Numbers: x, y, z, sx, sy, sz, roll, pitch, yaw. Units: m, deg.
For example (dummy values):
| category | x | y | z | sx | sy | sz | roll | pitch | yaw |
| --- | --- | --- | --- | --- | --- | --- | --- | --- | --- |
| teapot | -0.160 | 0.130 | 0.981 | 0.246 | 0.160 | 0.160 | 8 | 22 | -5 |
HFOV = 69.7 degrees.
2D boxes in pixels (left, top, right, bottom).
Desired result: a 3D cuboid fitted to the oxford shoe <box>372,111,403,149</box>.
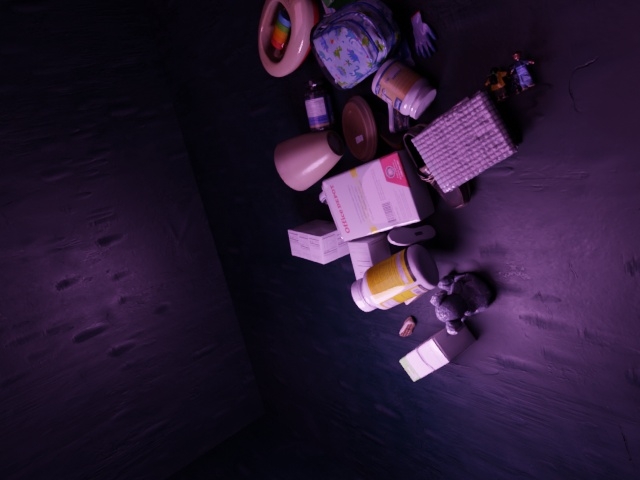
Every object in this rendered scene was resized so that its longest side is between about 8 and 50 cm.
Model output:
| category | x | y | z | sx | sy | sz | roll | pitch | yaw |
| --- | --- | --- | --- | --- | --- | --- | --- | --- | --- |
| oxford shoe | 0.263 | -0.437 | 1.855 | 0.212 | 0.076 | 0.076 | 58 | -174 | 30 |

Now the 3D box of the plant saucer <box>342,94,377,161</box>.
| category | x | y | z | sx | sy | sz | roll | pitch | yaw |
| --- | --- | --- | --- | --- | --- | --- | --- | --- | --- |
| plant saucer | 0.158 | -0.463 | 1.924 | 0.278 | 0.041 | 0.278 | 163 | 90 | -73 |

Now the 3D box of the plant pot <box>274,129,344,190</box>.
| category | x | y | z | sx | sy | sz | roll | pitch | yaw |
| --- | --- | --- | --- | --- | --- | --- | --- | --- | --- |
| plant pot | -0.031 | -0.397 | 2.137 | 0.273 | 0.256 | 0.257 | -20 | 93 | 39 |

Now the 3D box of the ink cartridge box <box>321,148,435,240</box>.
| category | x | y | z | sx | sy | sz | roll | pitch | yaw |
| --- | --- | --- | --- | --- | --- | --- | --- | --- | --- |
| ink cartridge box | 0.230 | -0.184 | 1.881 | 0.384 | 0.160 | 0.280 | -15 | 98 | 39 |

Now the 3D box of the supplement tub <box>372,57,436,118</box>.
| category | x | y | z | sx | sy | sz | roll | pitch | yaw |
| --- | --- | --- | --- | --- | --- | --- | --- | --- | --- |
| supplement tub | 0.301 | -0.545 | 1.657 | 0.199 | 0.144 | 0.144 | 42 | 139 | 17 |

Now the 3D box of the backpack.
| category | x | y | z | sx | sy | sz | roll | pitch | yaw |
| --- | --- | --- | --- | --- | --- | --- | --- | --- | --- |
| backpack | 0.129 | -0.725 | 1.696 | 0.355 | 0.273 | 0.290 | -11 | 121 | 46 |

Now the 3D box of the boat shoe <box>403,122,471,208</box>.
| category | x | y | z | sx | sy | sz | roll | pitch | yaw |
| --- | --- | --- | --- | --- | --- | --- | --- | --- | --- |
| boat shoe | 0.413 | -0.263 | 1.693 | 0.356 | 0.130 | 0.132 | 59 | 145 | 12 |

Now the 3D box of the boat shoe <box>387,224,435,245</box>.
| category | x | y | z | sx | sy | sz | roll | pitch | yaw |
| --- | --- | --- | --- | --- | --- | --- | --- | --- | --- |
| boat shoe | 0.358 | -0.009 | 1.840 | 0.070 | 0.219 | 0.078 | 127 | 132 | -56 |

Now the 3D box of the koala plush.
| category | x | y | z | sx | sy | sz | roll | pitch | yaw |
| --- | --- | --- | --- | --- | --- | --- | --- | --- | --- |
| koala plush | 0.521 | 0.239 | 1.759 | 0.203 | 0.221 | 0.196 | -28 | 86 | 55 |

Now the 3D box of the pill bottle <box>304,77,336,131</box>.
| category | x | y | z | sx | sy | sz | roll | pitch | yaw |
| --- | --- | --- | --- | --- | --- | --- | --- | --- | --- |
| pill bottle | -0.006 | -0.608 | 2.060 | 0.122 | 0.122 | 0.220 | 9 | 115 | 51 |

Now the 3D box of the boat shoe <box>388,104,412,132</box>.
| category | x | y | z | sx | sy | sz | roll | pitch | yaw |
| --- | --- | --- | --- | --- | --- | --- | --- | --- | --- |
| boat shoe | 0.307 | -0.509 | 1.766 | 0.083 | 0.065 | 0.184 | -3 | 93 | 23 |

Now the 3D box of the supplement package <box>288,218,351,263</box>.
| category | x | y | z | sx | sy | sz | roll | pitch | yaw |
| --- | --- | --- | --- | --- | --- | --- | --- | --- | --- |
| supplement package | 0.000 | 0.000 | 2.328 | 0.261 | 0.204 | 0.145 | 14 | 118 | 49 |

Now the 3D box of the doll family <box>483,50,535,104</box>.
| category | x | y | z | sx | sy | sz | roll | pitch | yaw |
| --- | --- | --- | --- | --- | --- | --- | --- | --- | --- |
| doll family | 0.573 | -0.498 | 1.405 | 0.193 | 0.076 | 0.112 | -15 | 92 | 50 |

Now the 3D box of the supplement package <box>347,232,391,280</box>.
| category | x | y | z | sx | sy | sz | roll | pitch | yaw |
| --- | --- | --- | --- | --- | --- | --- | --- | --- | --- |
| supplement package | 0.240 | 0.102 | 2.125 | 0.133 | 0.139 | 0.244 | 2 | 110 | 51 |

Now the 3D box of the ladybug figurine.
| category | x | y | z | sx | sy | sz | roll | pitch | yaw |
| --- | --- | --- | --- | --- | --- | --- | --- | --- | --- |
| ladybug figurine | -0.130 | -0.925 | 2.008 | 0.305 | 0.161 | 0.449 | 59 | 145 | 12 |

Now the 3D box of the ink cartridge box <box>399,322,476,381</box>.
| category | x | y | z | sx | sy | sz | roll | pitch | yaw |
| --- | --- | --- | --- | --- | --- | --- | --- | --- | --- |
| ink cartridge box | 0.493 | 0.465 | 1.945 | 0.115 | 0.198 | 0.273 | 55 | 144 | 16 |

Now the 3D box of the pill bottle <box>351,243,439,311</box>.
| category | x | y | z | sx | sy | sz | roll | pitch | yaw |
| --- | --- | --- | --- | --- | --- | --- | --- | --- | --- |
| pill bottle | 0.295 | 0.165 | 1.867 | 0.333 | 0.187 | 0.188 | -31 | 83 | 33 |

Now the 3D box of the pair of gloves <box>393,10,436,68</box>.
| category | x | y | z | sx | sy | sz | roll | pitch | yaw |
| --- | --- | --- | --- | --- | --- | --- | --- | --- | --- |
| pair of gloves | 0.329 | -0.707 | 1.648 | 0.198 | 0.023 | 0.159 | -21 | 92 | 57 |

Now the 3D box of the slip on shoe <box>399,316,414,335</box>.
| category | x | y | z | sx | sy | sz | roll | pitch | yaw |
| --- | --- | --- | --- | --- | --- | --- | --- | --- | --- |
| slip on shoe | 0.408 | 0.407 | 2.167 | 0.135 | 0.051 | 0.041 | 100 | 173 | -49 |

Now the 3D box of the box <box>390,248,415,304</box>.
| category | x | y | z | sx | sy | sz | roll | pitch | yaw |
| --- | --- | --- | --- | --- | --- | --- | --- | --- | --- |
| box | 0.376 | 0.159 | 2.008 | 0.203 | 0.103 | 0.114 | 54 | 142 | 18 |

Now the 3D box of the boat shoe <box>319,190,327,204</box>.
| category | x | y | z | sx | sy | sz | roll | pitch | yaw |
| --- | --- | --- | --- | --- | --- | --- | --- | --- | --- |
| boat shoe | 0.115 | -0.206 | 2.130 | 0.335 | 0.121 | 0.119 | -16 | 92 | 53 |

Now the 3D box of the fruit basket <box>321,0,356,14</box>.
| category | x | y | z | sx | sy | sz | roll | pitch | yaw |
| --- | --- | --- | --- | --- | --- | --- | --- | --- | --- |
| fruit basket | 0.078 | -1.065 | 1.700 | 0.327 | 0.165 | 0.354 | -24 | 74 | 55 |

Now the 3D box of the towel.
| category | x | y | z | sx | sy | sz | roll | pitch | yaw |
| --- | --- | --- | --- | --- | --- | --- | --- | --- | --- |
| towel | 0.479 | -0.323 | 1.516 | 0.283 | 0.121 | 0.235 | -33 | 82 | 34 |
